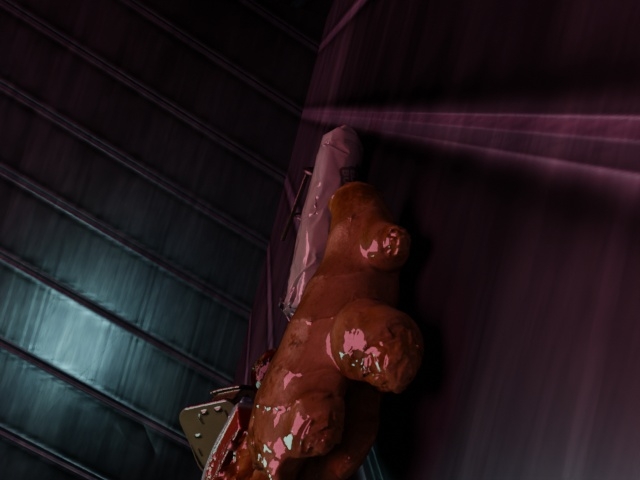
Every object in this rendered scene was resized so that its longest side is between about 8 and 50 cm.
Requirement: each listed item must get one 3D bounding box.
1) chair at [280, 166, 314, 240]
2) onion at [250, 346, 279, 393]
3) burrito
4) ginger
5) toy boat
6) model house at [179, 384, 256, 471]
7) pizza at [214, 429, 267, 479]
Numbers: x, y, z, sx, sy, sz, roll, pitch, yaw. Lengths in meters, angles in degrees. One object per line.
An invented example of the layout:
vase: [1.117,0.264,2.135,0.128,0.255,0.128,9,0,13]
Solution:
chair: [-0.022,-0.092,1.283,0.104,0.095,0.222,-132,57,-65]
onion: [-0.089,0.278,1.090,0.117,0.118,0.118,-45,8,-5]
burrito: [0.000,0.000,0.998,0.139,0.101,0.446,142,142,-68]
ginger: [0.019,0.087,0.586,0.236,0.165,0.376,106,171,-78]
toy boat: [-0.173,0.476,1.125,0.133,0.145,0.332,-117,45,-62]
model house: [-0.199,0.467,1.434,0.278,0.218,0.205,-30,-81,-59]
pizza: [-0.096,0.332,0.746,0.182,0.074,0.365,-22,19,47]
